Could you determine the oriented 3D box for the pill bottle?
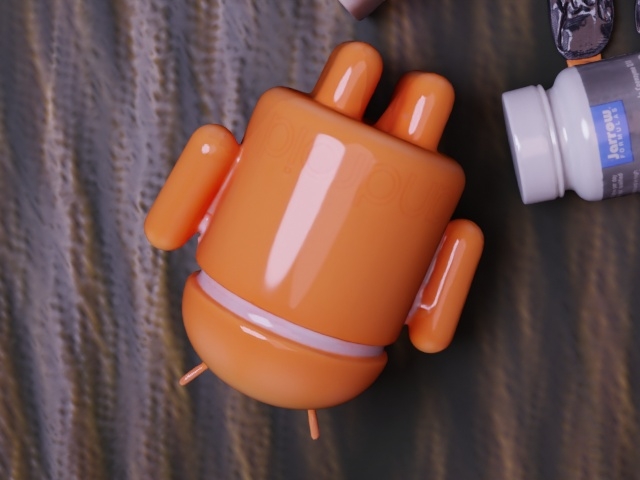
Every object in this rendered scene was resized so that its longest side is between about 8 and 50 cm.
[{"bbox_3d":[0.175,-0.065,0.583,0.137,0.078,0.078,-12,96,8],"label":"pill bottle"}]

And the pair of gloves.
[{"bbox_3d":[0.175,-0.133,0.609,0.083,0.010,0.074,-14,97,11],"label":"pair of gloves"}]

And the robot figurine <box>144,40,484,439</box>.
[{"bbox_3d":[-0.002,-0.001,0.588,0.128,0.158,0.219,31,102,43],"label":"robot figurine"}]

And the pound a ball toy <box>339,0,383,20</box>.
[{"bbox_3d":[0.030,-0.270,0.546,0.319,0.136,0.208,-41,91,9],"label":"pound a ball toy"}]
